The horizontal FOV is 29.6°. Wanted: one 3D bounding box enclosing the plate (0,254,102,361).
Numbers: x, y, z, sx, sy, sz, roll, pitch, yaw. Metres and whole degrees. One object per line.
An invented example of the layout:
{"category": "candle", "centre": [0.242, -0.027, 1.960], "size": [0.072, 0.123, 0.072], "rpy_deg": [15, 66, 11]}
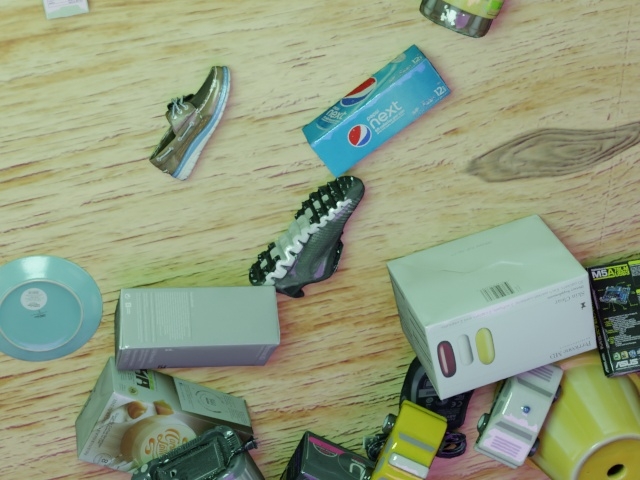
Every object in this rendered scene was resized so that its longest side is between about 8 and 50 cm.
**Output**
{"category": "plate", "centre": [-0.422, 0.109, 1.826], "size": [0.188, 0.024, 0.188], "rpy_deg": [-6, 120, -11]}

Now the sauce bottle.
{"category": "sauce bottle", "centre": [0.249, -0.448, 1.646], "size": [0.111, 0.111, 0.344], "rpy_deg": [15, 115, -22]}

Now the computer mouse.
{"category": "computer mouse", "centre": [0.183, 0.264, 2.051], "size": [0.188, 0.072, 0.272], "rpy_deg": [1, 130, -17]}

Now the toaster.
{"category": "toaster", "centre": [-0.171, 0.390, 1.873], "size": [0.227, 0.129, 0.146], "rpy_deg": [-29, 126, 1]}

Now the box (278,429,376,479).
{"category": "box", "centre": [-0.014, 0.488, 2.051], "size": [0.165, 0.143, 0.270], "rpy_deg": [26, 110, -6]}

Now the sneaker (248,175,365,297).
{"category": "sneaker", "centre": [0.000, 0.000, 1.850], "size": [0.106, 0.078, 0.234], "rpy_deg": [33, 110, -30]}

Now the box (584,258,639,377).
{"category": "box", "centre": [0.544, 0.121, 2.012], "size": [0.190, 0.184, 0.045], "rpy_deg": [-9, 164, -10]}

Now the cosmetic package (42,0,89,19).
{"category": "cosmetic package", "centre": [-0.343, -0.353, 1.583], "size": [0.060, 0.041, 0.115], "rpy_deg": [-11, 120, -9]}

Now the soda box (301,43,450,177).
{"category": "soda box", "centre": [0.080, -0.189, 1.769], "size": [0.210, 0.067, 0.071], "rpy_deg": [-37, 120, 6]}

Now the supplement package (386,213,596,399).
{"category": "supplement package", "centre": [0.266, 0.100, 1.897], "size": [0.261, 0.204, 0.145], "rpy_deg": [-18, 122, -5]}

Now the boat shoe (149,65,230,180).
{"category": "boat shoe", "centre": [-0.185, -0.170, 1.711], "size": [0.066, 0.066, 0.183], "rpy_deg": [19, 112, -22]}

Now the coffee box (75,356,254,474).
{"category": "coffee box", "centre": [-0.248, 0.299, 1.932], "size": [0.246, 0.098, 0.141], "rpy_deg": [21, 112, -24]}

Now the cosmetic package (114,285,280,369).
{"category": "cosmetic package", "centre": [-0.188, 0.132, 1.828], "size": [0.237, 0.107, 0.127], "rpy_deg": [2, 158, -12]}

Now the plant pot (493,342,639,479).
{"category": "plant pot", "centre": [0.451, 0.321, 2.049], "size": [0.254, 0.239, 0.254], "rpy_deg": [-7, 120, -12]}

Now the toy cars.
{"category": "toy cars", "centre": [0.229, 0.311, 1.926], "size": [0.393, 0.087, 0.177], "rpy_deg": [-24, 88, -6]}
